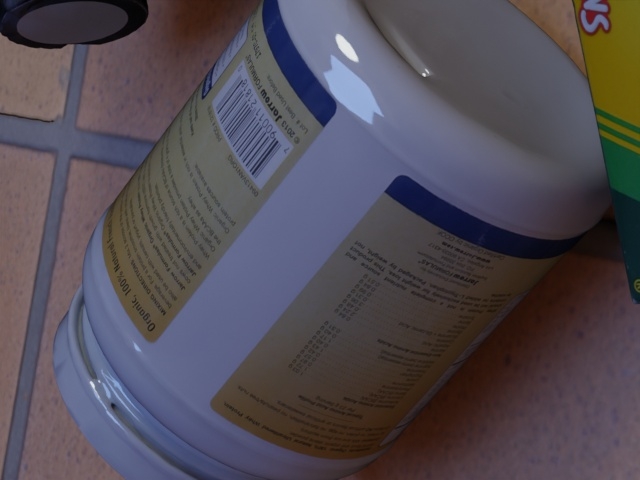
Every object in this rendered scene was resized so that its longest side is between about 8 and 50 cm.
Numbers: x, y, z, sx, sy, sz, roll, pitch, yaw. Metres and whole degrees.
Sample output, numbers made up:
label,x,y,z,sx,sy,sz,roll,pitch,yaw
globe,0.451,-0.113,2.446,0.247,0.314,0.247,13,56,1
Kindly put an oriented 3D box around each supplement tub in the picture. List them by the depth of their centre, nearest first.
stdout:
label,x,y,z,sx,sy,sz,roll,pitch,yaw
supplement tub,0.000,0.000,1.082,0.316,0.228,0.228,-50,53,29

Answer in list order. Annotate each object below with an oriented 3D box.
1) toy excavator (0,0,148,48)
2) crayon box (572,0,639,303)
label,x,y,z,sx,sy,sz,roll,pitch,yaw
toy excavator,-0.014,-0.318,1.166,0.433,0.445,0.222,100,162,-74
crayon box,0.264,-0.164,0.852,0.313,0.106,0.363,-7,97,46
